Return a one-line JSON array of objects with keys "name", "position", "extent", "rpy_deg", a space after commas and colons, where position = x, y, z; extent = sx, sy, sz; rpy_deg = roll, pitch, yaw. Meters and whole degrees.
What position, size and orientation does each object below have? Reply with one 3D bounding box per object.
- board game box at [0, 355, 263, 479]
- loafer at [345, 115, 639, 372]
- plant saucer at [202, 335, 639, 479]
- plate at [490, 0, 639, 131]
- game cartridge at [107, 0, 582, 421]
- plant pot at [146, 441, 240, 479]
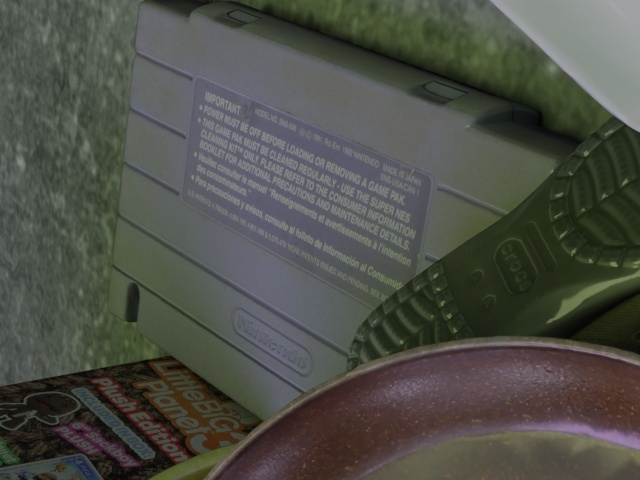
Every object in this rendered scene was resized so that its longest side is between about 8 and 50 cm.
[{"name": "board game box", "position": [-0.153, 0.213, 0.784], "extent": [0.141, 0.291, 0.232], "rpy_deg": [32, 118, 44]}, {"name": "loafer", "position": [0.128, 0.017, 0.563], "extent": [0.251, 0.087, 0.094], "rpy_deg": [-33, 40, 22]}, {"name": "plant saucer", "position": [0.067, 0.190, 0.453], "extent": [0.311, 0.050, 0.310], "rpy_deg": [-6, 73, 21]}, {"name": "plate", "position": [0.101, -0.226, 0.490], "extent": [0.277, 0.045, 0.278], "rpy_deg": [50, 139, 34]}, {"name": "game cartridge", "position": [0.000, 0.000, 0.754], "extent": [0.355, 0.068, 0.230], "rpy_deg": [28, 113, 44]}, {"name": "plant pot", "position": [-0.011, 0.272, 0.654], "extent": [0.293, 0.275, 0.274], "rpy_deg": [100, 146, -64]}]
